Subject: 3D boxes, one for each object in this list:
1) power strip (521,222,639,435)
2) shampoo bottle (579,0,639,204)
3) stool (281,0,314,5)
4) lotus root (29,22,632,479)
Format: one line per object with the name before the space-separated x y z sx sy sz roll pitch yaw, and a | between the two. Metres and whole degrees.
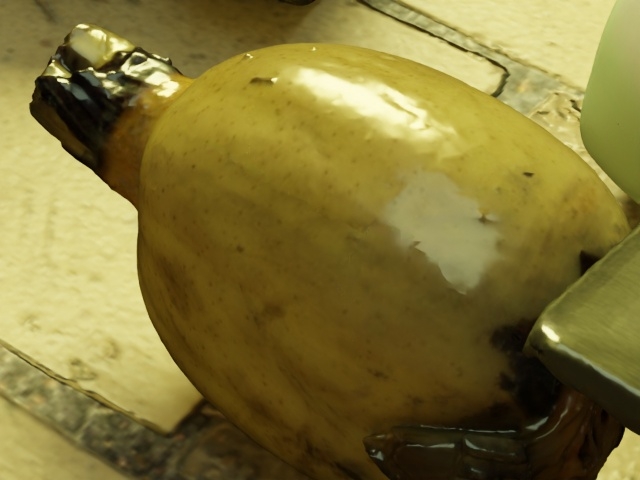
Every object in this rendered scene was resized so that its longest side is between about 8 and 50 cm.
power strip | 0.206 0.087 0.630 0.257 0.092 0.251 35 33 15
shampoo bottle | 0.303 -0.021 0.804 0.222 0.151 0.349 -26 52 -39
stool | -0.106 -0.256 0.991 0.264 0.179 0.179 19 49 16
lotus root | 0.000 0.000 0.749 0.310 0.183 0.183 30 53 25
